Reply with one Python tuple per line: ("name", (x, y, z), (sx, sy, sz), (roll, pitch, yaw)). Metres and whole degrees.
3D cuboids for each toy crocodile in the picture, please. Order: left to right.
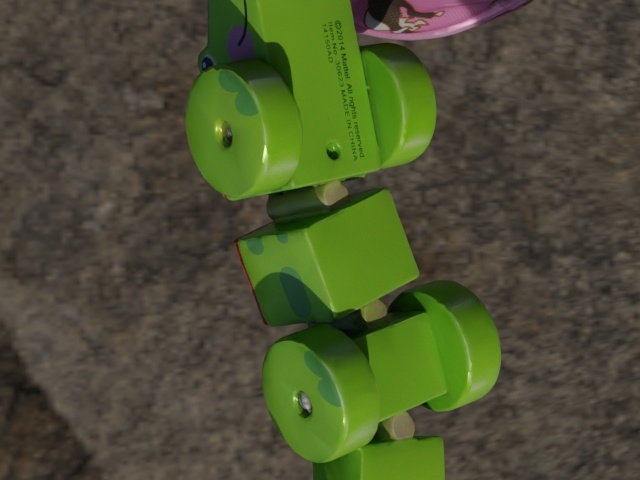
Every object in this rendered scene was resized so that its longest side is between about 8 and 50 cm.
("toy crocodile", (0.000, 0.000, 0.909), (0.105, 0.115, 0.341), (-7, 100, 51))

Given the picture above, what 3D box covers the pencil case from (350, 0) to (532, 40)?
("pencil case", (0.039, -0.309, 1.040), (0.160, 0.167, 0.386), (-10, 61, 6))
